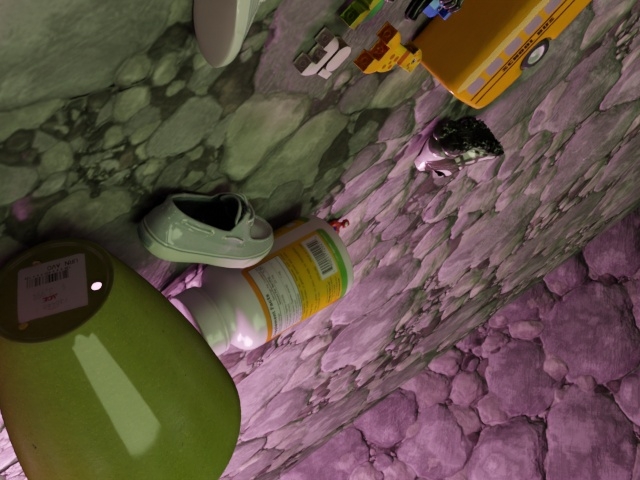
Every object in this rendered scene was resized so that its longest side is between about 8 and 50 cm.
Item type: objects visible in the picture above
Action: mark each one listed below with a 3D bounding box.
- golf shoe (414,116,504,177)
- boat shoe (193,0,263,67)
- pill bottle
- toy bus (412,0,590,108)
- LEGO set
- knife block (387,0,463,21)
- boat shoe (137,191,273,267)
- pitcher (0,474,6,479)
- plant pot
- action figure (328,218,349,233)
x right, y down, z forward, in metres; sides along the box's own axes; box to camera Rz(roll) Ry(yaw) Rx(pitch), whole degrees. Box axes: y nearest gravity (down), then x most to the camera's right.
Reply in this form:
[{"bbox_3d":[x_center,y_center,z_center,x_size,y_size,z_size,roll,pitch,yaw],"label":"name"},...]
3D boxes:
[{"bbox_3d":[0.227,-0.151,1.406,0.198,0.077,0.094,-3,150,-47],"label":"golf shoe"},{"bbox_3d":[-0.066,-0.236,0.749,0.063,0.066,0.184,-23,143,-36],"label":"boat shoe"},{"bbox_3d":[-0.085,0.071,1.214,0.245,0.136,0.136,-28,156,-28],"label":"pill bottle"},{"bbox_3d":[0.272,-0.326,1.069,0.333,0.108,0.130,-47,156,18],"label":"toy bus"},{"bbox_3d":[0.088,-0.244,0.949,0.227,0.087,0.093,-45,158,16],"label":"LEGO set"},{"bbox_3d":[0.126,-0.360,0.818,0.088,0.242,0.276,8,84,-64],"label":"knife block"},{"bbox_3d":[-0.121,-0.019,1.053,0.081,0.079,0.227,-45,156,25],"label":"boat shoe"},{"bbox_3d":[-0.530,0.407,1.188,0.207,0.126,0.178,-25,177,-11],"label":"pitcher"},{"bbox_3d":[-0.254,0.143,0.957,0.274,0.275,0.294,-33,141,-18],"label":"plant pot"},{"bbox_3d":[0.000,0.000,1.371,0.115,0.030,0.038,-37,154,-13],"label":"action figure"}]
